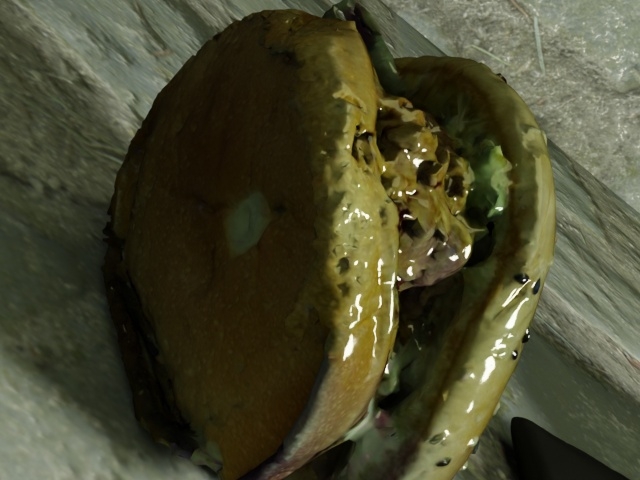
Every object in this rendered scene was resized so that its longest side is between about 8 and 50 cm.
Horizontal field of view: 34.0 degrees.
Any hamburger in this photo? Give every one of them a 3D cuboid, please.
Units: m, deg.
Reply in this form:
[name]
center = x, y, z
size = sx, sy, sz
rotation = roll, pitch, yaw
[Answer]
[hamburger]
center = 0.000, 0.000, 0.646
size = 0.195, 0.277, 0.318
rotation = 17, 37, -32

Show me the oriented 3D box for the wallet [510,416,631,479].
[wallet]
center = 0.247, 0.287, 0.807
size = 0.197, 0.051, 0.377
rotation = 33, 22, -15
